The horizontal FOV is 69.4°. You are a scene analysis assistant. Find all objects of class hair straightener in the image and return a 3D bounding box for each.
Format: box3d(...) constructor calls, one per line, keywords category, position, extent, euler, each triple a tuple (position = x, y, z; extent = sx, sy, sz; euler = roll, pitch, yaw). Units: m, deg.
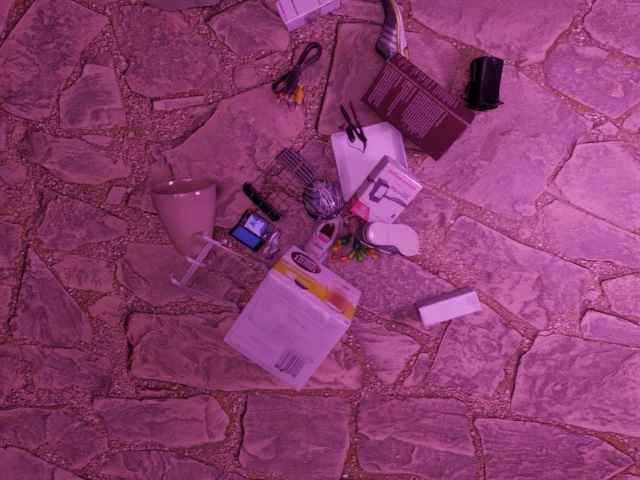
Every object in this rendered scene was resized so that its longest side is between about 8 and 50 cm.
box3d(category="hair straightener", position=(0.118, -0.435, 1.804), extent=(0.088, 0.047, 0.231), euler=(-20, 72, 3))

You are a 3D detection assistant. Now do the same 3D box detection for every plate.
box3d(category="plate", position=(0.202, -0.315, 1.846), extent=(0.276, 0.045, 0.279), euler=(-12, 93, 6))

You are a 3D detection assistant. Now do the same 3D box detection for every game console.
box3d(category="game console", position=(-0.281, -0.044, 1.894), extent=(0.143, 0.085, 0.124), euler=(33, 97, 1))

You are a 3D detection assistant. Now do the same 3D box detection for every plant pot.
box3d(category="plant pot", position=(-0.527, -0.087, 1.852), extent=(0.256, 0.256, 0.275), euler=(-2, 111, 6))

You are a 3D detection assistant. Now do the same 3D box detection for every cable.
box3d(category="cable", position=(-0.095, -0.663, 1.854), extent=(0.139, 0.072, 0.288), euler=(25, 84, 20))

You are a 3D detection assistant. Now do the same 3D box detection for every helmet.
box3d(category="helmet", position=(0.010, -0.156, 1.805), extent=(0.169, 0.161, 0.170), euler=(1, 86, -9))

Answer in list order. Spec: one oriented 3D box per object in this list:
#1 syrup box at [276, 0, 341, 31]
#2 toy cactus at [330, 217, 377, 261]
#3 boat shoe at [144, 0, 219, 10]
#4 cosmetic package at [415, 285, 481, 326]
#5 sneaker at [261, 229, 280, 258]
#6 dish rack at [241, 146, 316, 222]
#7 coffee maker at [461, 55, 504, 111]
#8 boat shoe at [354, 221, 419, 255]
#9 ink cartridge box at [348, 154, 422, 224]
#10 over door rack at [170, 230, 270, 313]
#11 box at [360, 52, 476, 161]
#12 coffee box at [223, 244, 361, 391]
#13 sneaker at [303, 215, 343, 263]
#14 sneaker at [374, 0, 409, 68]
box3d(category="syrup box", position=(-0.045, -0.915, 1.793), extent=(0.236, 0.093, 0.097), euler=(-22, 93, 7))
box3d(category="toy cactus", position=(0.141, -0.003, 1.847), extent=(0.218, 0.112, 0.181), euler=(-6, 76, -2))
box3d(category="boat shoe", position=(-0.553, -1.005, 1.829), extent=(0.339, 0.127, 0.113), euler=(1, 66, 13))
box3d(category="cosmetic package", position=(0.503, 0.261, 1.830), extent=(0.230, 0.117, 0.086), euler=(-20, 92, 8))
box3d(category="sneaker", position=(-0.192, 0.018, 1.915), extent=(0.058, 0.052, 0.135), euler=(27, 104, -7))
box3d(category="dish rack", position=(-0.158, -0.234, 1.873), extent=(0.208, 0.074, 0.271), euler=(45, 97, 0))
box3d(category="coffee maker", position=(0.625, -0.585, 1.724), extent=(0.171, 0.120, 0.179), euler=(12, 99, 49))
box3d(category="boat shoe", position=(0.262, -0.008, 1.784), extent=(0.099, 0.319, 0.117), euler=(-3, 79, 47))
box3d(category="ink cartridge box", position=(0.247, -0.179, 1.777), extent=(0.171, 0.100, 0.237), euler=(32, 113, -16))
box3d(category="over door rack", position=(-0.408, 0.127, 1.877), extent=(0.324, 0.108, 0.240), euler=(33, 99, -32))
box3d(category="box", position=(0.366, -0.500, 1.730), extent=(0.381, 0.143, 0.191), euler=(41, 133, 2))
box3d(category="coffee box", position=(-0.092, 0.279, 1.751), extent=(0.337, 0.334, 0.338), euler=(34, 111, 1))
box3d(category="sneaker", position=(0.000, 0.000, 1.858), extent=(0.102, 0.111, 0.253), euler=(27, 97, 3))
box3d(category="sneaker", position=(0.263, -0.784, 1.772), extent=(0.121, 0.111, 0.301), euler=(-11, 92, 10))
